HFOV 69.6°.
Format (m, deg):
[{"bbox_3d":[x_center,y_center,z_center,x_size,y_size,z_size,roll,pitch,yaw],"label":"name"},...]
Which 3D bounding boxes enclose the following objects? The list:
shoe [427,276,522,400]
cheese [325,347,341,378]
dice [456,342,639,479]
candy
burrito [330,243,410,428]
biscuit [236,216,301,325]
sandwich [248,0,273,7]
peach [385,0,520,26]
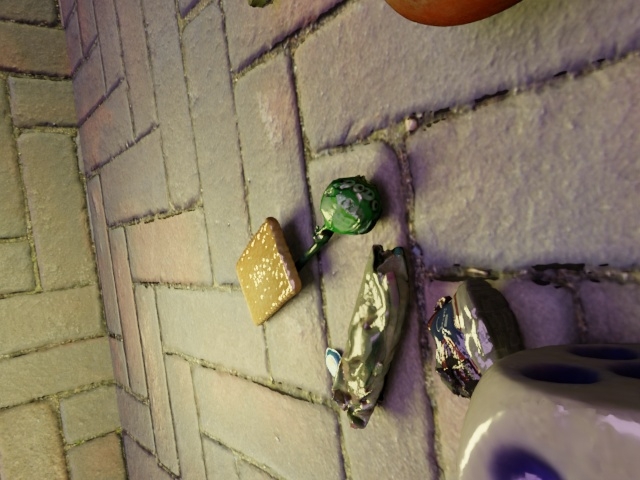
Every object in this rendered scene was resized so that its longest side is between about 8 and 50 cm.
[{"bbox_3d":[0.188,0.166,0.566,0.126,0.099,0.227,-28,70,40],"label":"shoe"},{"bbox_3d":[0.036,0.245,0.830,0.047,0.017,0.111,-46,62,47],"label":"cheese"},{"bbox_3d":[0.280,0.226,0.368,0.251,0.243,0.259,-7,88,51],"label":"dice"},{"bbox_3d":[-0.002,-0.002,0.797,0.323,0.097,0.097,-48,60,51],"label":"candy"},{"bbox_3d":[0.082,0.155,0.722,0.096,0.066,0.309,31,117,46],"label":"burrito"},{"bbox_3d":[-0.112,0.071,0.940,0.249,0.030,0.160,-48,59,54],"label":"biscuit"},{"bbox_3d":[-0.106,-0.581,0.825,0.212,0.063,0.245,57,134,32],"label":"sandwich"},{"bbox_3d":[0.147,-0.343,0.431,0.252,0.253,0.252,12,105,49],"label":"peach"}]
